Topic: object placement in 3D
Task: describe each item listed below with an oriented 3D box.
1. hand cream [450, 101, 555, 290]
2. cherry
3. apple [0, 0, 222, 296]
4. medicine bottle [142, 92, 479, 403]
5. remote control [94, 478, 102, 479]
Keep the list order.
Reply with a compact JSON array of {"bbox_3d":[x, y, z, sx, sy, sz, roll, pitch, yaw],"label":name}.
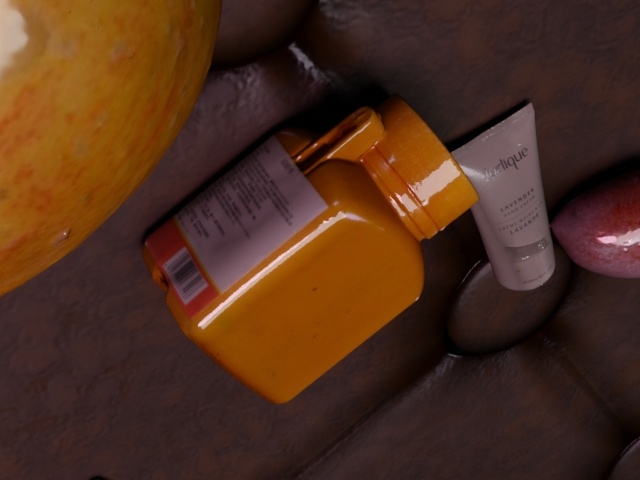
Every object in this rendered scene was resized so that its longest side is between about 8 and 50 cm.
[{"bbox_3d":[0.163,-0.026,0.987,0.087,0.054,0.186,-32,132,-11],"label":"hand cream"},{"bbox_3d":[0.279,-0.009,1.047,0.126,0.087,0.106,-27,134,-14],"label":"cherry"},{"bbox_3d":[-0.194,-0.113,0.493,0.275,0.299,0.299,-41,140,23],"label":"apple"},{"bbox_3d":[0.000,0.000,0.850,0.222,0.112,0.149,-39,138,3],"label":"medicine bottle"},{"bbox_3d":[-0.245,0.279,1.014,0.184,0.027,0.050,-46,139,4],"label":"remote control"}]
